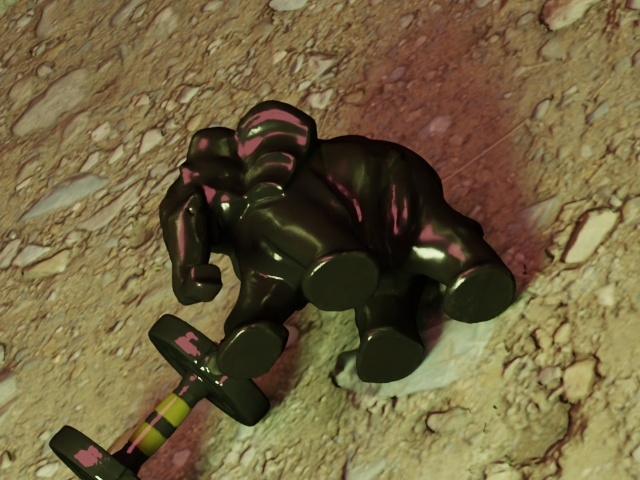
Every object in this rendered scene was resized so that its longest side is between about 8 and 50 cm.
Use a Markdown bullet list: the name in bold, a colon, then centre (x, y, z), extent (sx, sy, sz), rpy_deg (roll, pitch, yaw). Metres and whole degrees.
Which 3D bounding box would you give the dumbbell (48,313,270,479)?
- **dumbbell**: centre (-0.157, 0.180, 1.931), extent (0.325, 0.143, 0.143), rpy_deg (-49, 33, -13)

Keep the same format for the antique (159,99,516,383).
- **antique**: centre (0.000, 0.000, 1.907), extent (0.255, 0.322, 0.185), rpy_deg (-110, 29, -45)
